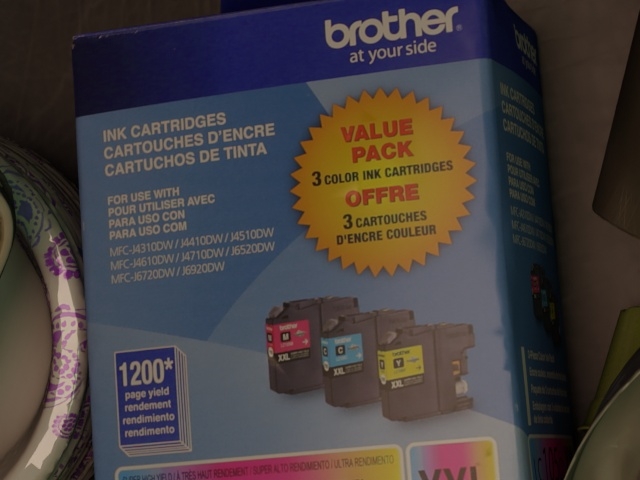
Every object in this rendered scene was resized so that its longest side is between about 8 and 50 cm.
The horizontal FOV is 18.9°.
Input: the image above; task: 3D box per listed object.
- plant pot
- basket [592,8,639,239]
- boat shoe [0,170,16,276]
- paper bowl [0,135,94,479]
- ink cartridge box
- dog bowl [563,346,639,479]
[{"bbox_3d":[0.202,0.083,1.164,0.083,0.083,0.079,6,78,17],"label":"plant pot"},{"bbox_3d":[0.258,-0.097,1.108,0.204,0.154,0.227,24,100,9],"label":"basket"},{"bbox_3d":[-0.283,0.086,1.158,0.112,0.095,0.335,28,103,-21],"label":"boat shoe"},{"bbox_3d":[-0.257,0.064,1.262,0.284,0.148,0.284,0,89,18],"label":"paper bowl"},{"bbox_3d":[0.000,0.000,1.173,0.270,0.151,0.395,-7,80,17],"label":"ink cartridge box"},{"bbox_3d":[0.297,0.166,1.061,0.349,0.102,0.348,2,111,6],"label":"dog bowl"}]
